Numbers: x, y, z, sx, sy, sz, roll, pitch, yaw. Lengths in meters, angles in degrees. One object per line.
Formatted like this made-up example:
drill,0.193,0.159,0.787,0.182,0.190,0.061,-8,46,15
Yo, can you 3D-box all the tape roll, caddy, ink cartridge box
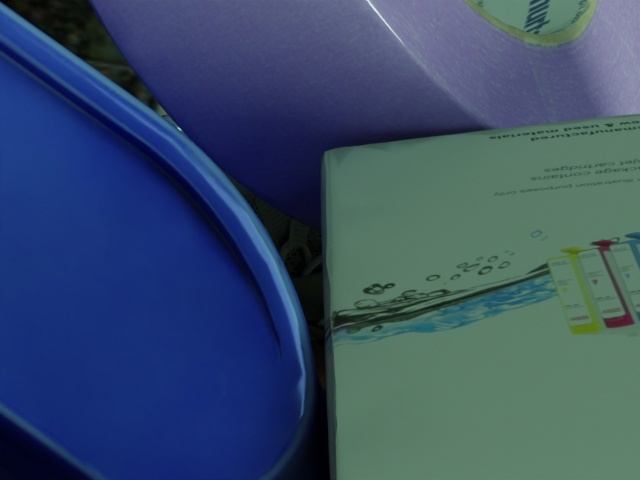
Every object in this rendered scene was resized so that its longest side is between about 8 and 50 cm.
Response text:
tape roll,0.016,-0.142,0.620,0.274,0.090,0.275,31,48,-41
caddy,-0.152,0.046,0.517,0.341,0.179,0.241,36,75,8
ink cartridge box,0.090,0.083,0.457,0.168,0.171,0.233,-5,23,2

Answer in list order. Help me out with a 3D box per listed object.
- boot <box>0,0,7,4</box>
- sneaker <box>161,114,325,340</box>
boot,-0.150,-0.233,0.641,0.131,0.348,0.260,12,41,20
sneaker,0.000,0.000,0.681,0.281,0.105,0.115,-25,71,-37
